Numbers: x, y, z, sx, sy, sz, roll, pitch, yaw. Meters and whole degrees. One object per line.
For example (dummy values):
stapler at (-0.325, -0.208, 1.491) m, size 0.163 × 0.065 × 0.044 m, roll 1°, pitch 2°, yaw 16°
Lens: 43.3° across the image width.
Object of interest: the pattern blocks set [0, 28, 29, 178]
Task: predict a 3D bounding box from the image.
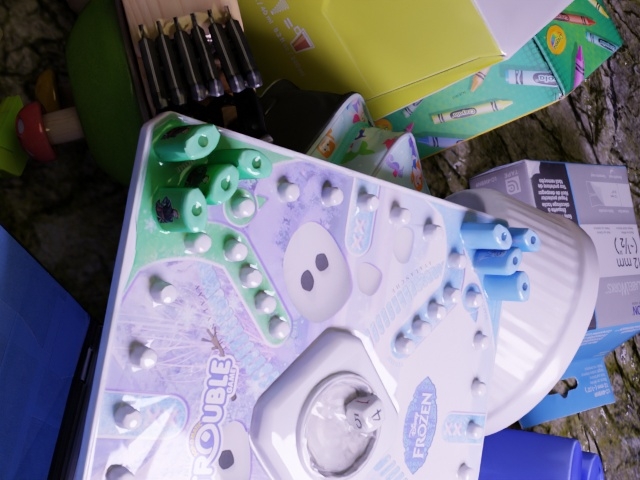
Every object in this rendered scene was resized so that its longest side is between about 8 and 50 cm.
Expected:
pattern blocks set at (-0.311, -0.160, 0.615) m, size 0.325 × 0.026 × 0.285 m, roll -83°, pitch 158°, yaw -47°

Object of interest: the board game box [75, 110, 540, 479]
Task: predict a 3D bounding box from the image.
board game box at (0.016, 0.141, 0.603) m, size 0.390 × 0.050 × 0.389 m, roll 13°, pitch 84°, yaw -41°

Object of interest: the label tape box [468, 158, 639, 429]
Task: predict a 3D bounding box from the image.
label tape box at (0.355, 0.068, 1.132) m, size 0.249 × 0.115 × 0.347 m, roll -1°, pitch 77°, yaw -40°

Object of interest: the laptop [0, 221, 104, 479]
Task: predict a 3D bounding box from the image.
laptop at (-0.128, 0.225, 0.583) m, size 0.408 × 0.236 × 0.382 m, roll 19°, pitch 62°, yaw -23°

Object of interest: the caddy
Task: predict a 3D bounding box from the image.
caddy at (0.209, 0.362, 0.891) m, size 0.241 × 0.179 × 0.341 m, roll 39°, pitch 53°, yaw -54°

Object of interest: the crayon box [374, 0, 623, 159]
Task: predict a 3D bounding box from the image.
crayon box at (0.191, -0.184, 0.957) m, size 0.165 × 0.278 × 0.081 m, roll -39°, pitch 102°, yaw -39°

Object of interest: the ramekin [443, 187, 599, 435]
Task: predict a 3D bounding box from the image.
ramekin at (0.159, 0.066, 0.881) m, size 0.127 × 0.273 × 0.273 m, roll 31°, pitch 59°, yaw -17°

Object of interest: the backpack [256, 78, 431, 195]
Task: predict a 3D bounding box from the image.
backpack at (0.000, 0.000, 0.780) m, size 0.225 × 0.191 × 0.253 m, roll -56°, pitch 150°, yaw -25°

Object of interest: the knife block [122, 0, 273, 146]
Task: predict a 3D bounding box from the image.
knife block at (-0.106, -0.133, 0.691) m, size 0.088 × 0.276 × 0.242 m, roll -13°, pitch 103°, yaw -9°

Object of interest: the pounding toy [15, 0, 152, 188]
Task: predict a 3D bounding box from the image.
pounding toy at (-0.214, -0.144, 0.709) m, size 0.110 × 0.183 × 0.236 m, roll -14°, pitch 89°, yaw -9°

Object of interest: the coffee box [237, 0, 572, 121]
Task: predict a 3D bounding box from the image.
coffee box at (0.059, -0.334, 0.851) m, size 0.334 × 0.338 × 0.337 m, roll -42°, pitch 105°, yaw -38°
